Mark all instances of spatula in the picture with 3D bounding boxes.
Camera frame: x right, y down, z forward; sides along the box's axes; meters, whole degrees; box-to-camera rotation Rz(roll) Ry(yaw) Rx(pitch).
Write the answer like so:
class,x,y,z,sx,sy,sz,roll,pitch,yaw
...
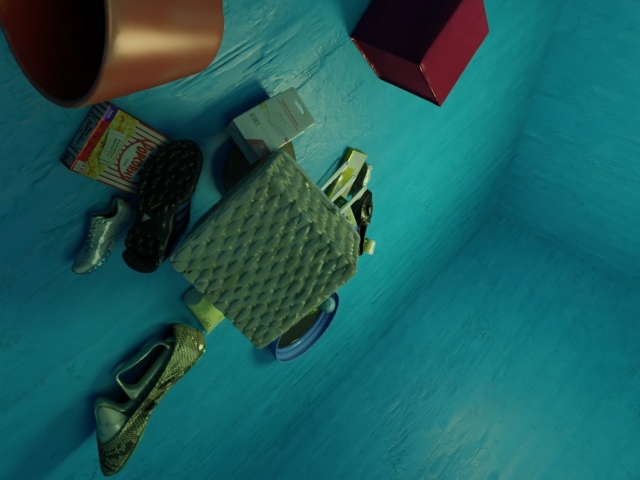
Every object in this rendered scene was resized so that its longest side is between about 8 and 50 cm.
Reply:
class,x,y,z,sx,sy,sz,roll,pitch,yaw
spatula,0.048,-0.149,1.555,0.242,0.019,0.168,-46,118,-7

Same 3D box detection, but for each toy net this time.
class,x,y,z,sx,sy,sz,roll,pitch,yaw
toy net,-0.002,0.180,1.813,0.121,0.233,0.045,-1,169,-12

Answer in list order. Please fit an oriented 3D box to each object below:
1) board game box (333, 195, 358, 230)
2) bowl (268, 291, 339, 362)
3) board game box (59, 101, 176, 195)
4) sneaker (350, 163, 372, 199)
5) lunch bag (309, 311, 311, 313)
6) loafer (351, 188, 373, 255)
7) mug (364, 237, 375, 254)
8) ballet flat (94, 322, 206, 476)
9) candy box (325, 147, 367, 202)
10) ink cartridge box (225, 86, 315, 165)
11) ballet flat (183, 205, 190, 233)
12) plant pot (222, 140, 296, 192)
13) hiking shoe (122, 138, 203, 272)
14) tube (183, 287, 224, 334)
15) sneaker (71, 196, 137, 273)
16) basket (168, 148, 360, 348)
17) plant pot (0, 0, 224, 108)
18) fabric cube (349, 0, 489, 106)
class,x,y,z,sx,sy,sz,roll,pitch,yaw
board game box,0.000,0.000,1.672,0.317,0.046,0.214,-43,149,-8
bowl,-0.075,0.360,1.950,0.391,0.077,0.391,-37,147,-29
board game box,-0.399,-0.180,0.906,0.147,0.045,0.193,-56,152,4
sneaker,0.163,-0.223,1.693,0.061,0.053,0.152,-18,135,-51
lunch bag,-0.128,0.074,1.369,0.168,0.235,0.287,-12,130,-24
loafer,0.174,-0.070,1.831,0.109,0.095,0.303,-24,140,-42
mug,0.222,0.024,2.047,0.078,0.062,0.064,3,112,-64
ballet flat,-0.541,0.445,1.300,0.483,0.164,0.182,-55,131,-10
candy box,0.091,-0.231,1.603,0.105,0.027,0.206,0,122,-58
ink cartridge box,-0.122,-0.291,1.118,0.198,0.115,0.067,-38,-168,-25
ballet flat,-0.339,-0.107,1.066,0.074,0.074,0.203,-20,131,-46
plant pot,-0.142,-0.186,1.220,0.237,0.109,0.237,-37,149,-28
hiking shoe,-0.343,-0.080,0.978,0.304,0.113,0.132,-64,-175,4
tube,-0.360,0.226,1.400,0.069,0.062,0.240,-7,149,1
sneaker,-0.480,-0.016,0.956,0.191,0.071,0.083,-55,146,-15
basket,-0.114,0.014,1.061,0.331,0.328,0.266,-39,-166,12
plant pot,-0.298,-0.352,0.672,0.243,0.274,0.275,-30,145,-52
fabric cube,0.292,-0.591,1.273,0.258,0.254,0.259,-58,152,7
